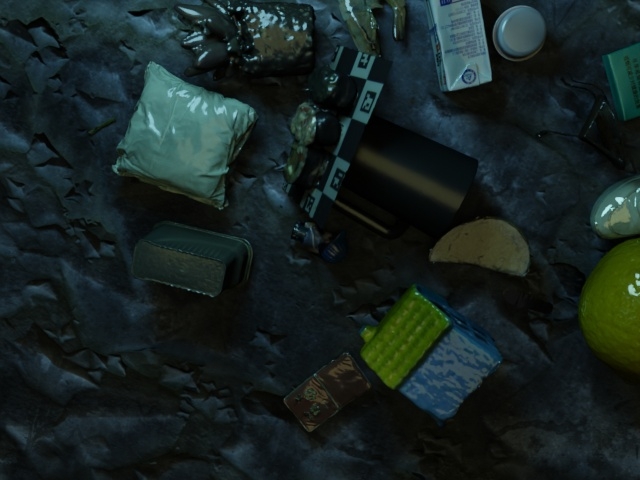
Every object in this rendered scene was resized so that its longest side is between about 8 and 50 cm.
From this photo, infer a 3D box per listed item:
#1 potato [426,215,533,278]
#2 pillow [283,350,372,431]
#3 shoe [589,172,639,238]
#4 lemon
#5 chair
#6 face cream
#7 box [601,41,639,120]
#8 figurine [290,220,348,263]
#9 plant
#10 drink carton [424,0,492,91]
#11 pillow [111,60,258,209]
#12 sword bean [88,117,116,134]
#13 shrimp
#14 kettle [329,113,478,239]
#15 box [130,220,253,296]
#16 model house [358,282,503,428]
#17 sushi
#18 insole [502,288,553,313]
[{"bbox_3d":[0.389,0.003,1.375,0.243,0.098,0.138,9,100,8],"label":"potato"},{"bbox_3d":[0.019,0.409,1.524,0.232,0.043,0.126,-39,97,10],"label":"pillow"},{"bbox_3d":[0.794,-0.092,1.264,0.341,0.210,0.132,-25,100,10],"label":"shoe"},{"bbox_3d":[0.753,0.155,1.275,0.335,0.336,0.337,1,103,4],"label":"lemon"},{"bbox_3d":[0.610,-0.259,1.266,0.213,0.174,0.149,29,108,8],"label":"chair"},{"bbox_3d":[0.441,-0.461,1.260,0.117,0.104,0.117,1,103,3],"label":"face cream"},{"bbox_3d":[0.781,-0.387,1.283,0.226,0.042,0.161,-20,102,8],"label":"box"},{"bbox_3d":[0.000,0.000,1.416,0.149,0.087,0.086,20,141,0],"label":"figurine"},{"bbox_3d":[-0.169,-0.462,1.271,0.320,0.181,0.194,0,103,-1],"label":"plant"},{"bbox_3d":[0.295,-0.493,1.251,0.106,0.130,0.315,-11,103,8],"label":"drink carton"},{"bbox_3d":[-0.322,-0.246,1.349,0.309,0.138,0.284,21,103,2],"label":"pillow"},{"bbox_3d":[-0.551,-0.290,1.421,0.083,0.012,0.012,-27,100,11],"label":"sword bean"},{"bbox_3d":[0.134,-0.505,1.300,0.145,0.059,0.255,-27,95,0],"label":"shrimp"},{"bbox_3d":[0.176,-0.151,1.333,0.307,0.262,0.203,26,68,1],"label":"kettle"},{"bbox_3d":[-0.318,0.053,1.398,0.273,0.178,0.139,13,104,2],"label":"box"},{"bbox_3d":[0.258,0.268,1.393,0.303,0.215,0.237,36,104,-1],"label":"model house"},{"bbox_3d":[-0.020,-0.254,1.239,0.099,0.296,0.373,15,107,-28],"label":"sushi"},{"bbox_3d":[0.533,0.157,1.447,0.134,0.002,0.045,17,105,0],"label":"insole"}]
